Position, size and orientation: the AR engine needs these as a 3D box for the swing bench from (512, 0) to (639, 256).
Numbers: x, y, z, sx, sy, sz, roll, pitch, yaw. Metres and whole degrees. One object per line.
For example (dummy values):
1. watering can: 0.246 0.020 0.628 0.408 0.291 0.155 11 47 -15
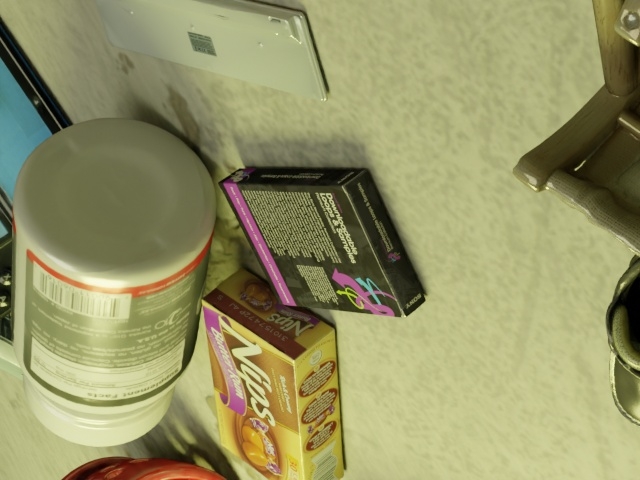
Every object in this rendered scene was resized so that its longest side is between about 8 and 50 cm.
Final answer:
1. swing bench: 0.247 -0.076 0.950 0.253 0.165 0.254 38 153 23

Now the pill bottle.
1. pill bottle: -0.178 0.044 1.665 0.161 0.161 0.283 42 149 19

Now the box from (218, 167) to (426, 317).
1. box: 0.000 0.000 1.504 0.162 0.029 0.116 5 127 54

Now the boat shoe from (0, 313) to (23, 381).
1. boat shoe: -0.243 0.113 1.938 0.183 0.083 0.065 35 158 -24

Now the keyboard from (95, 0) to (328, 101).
1. keyboard: -0.090 -0.156 1.484 0.256 0.014 0.072 19 141 45

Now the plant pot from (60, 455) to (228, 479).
1. plant pot: -0.177 0.299 1.909 0.174 0.191 0.191 3 124 57

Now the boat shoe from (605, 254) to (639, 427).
1. boat shoe: 0.208 0.050 1.219 0.080 0.073 0.223 41 148 21

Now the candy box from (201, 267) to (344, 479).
1. candy box: -0.038 0.124 1.664 0.109 0.053 0.186 33 146 31

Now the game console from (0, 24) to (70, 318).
1. game console: -0.347 -0.061 1.795 0.293 0.250 0.173 56 177 -5
